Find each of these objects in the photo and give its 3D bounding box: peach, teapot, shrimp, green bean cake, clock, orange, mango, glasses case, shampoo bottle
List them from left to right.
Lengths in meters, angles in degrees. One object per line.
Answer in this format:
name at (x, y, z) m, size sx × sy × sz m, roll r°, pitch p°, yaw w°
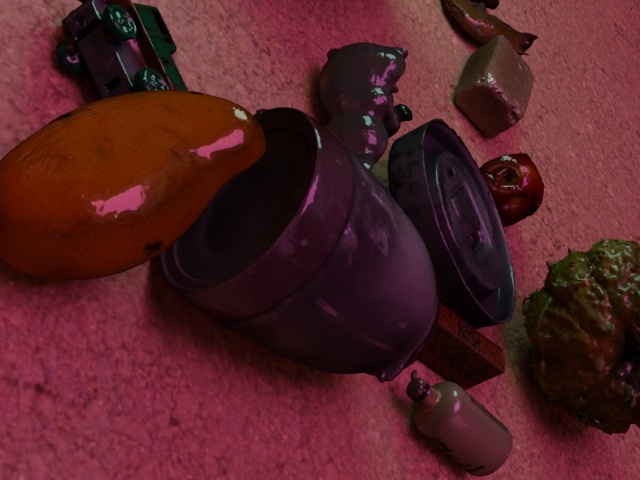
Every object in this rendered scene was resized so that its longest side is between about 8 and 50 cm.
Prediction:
mango at (-0.194, -0.059, 1.012) m, size 0.294 × 0.120 × 0.177 m, roll -28°, pitch 60°, yaw -36°
teapot at (0.008, 0.002, 1.171) m, size 0.312 × 0.233 × 0.315 m, roll 40°, pitch 39°, yaw -36°
glasses case at (0.150, 0.121, 1.371) m, size 0.218 × 0.075 × 0.049 m, roll 37°, pitch 40°, yaw -28°
shampoo bottle at (0.171, 0.231, 1.317) m, size 0.162 × 0.079 × 0.079 m, roll 42°, pitch 40°, yaw -23°
clock at (0.192, -0.020, 1.468) m, size 0.312 × 0.061 × 0.313 m, roll 45°, pitch 34°, yaw -42°
shrimp at (0.318, -0.433, 1.968) m, size 0.253 × 0.058 × 0.173 m, roll 7°, pitch 53°, yaw -45°
green bean cake at (0.311, -0.275, 1.820) m, size 0.109 × 0.085 × 0.179 m, roll 48°, pitch 37°, yaw -17°
peach at (0.304, -0.071, 1.670) m, size 0.093 × 0.127 × 0.172 m, roll 68°, pitch 11°, yaw 24°
orange at (0.454, 0.141, 1.517) m, size 0.223 × 0.300 × 0.301 m, roll -39°, pitch 119°, yaw -70°

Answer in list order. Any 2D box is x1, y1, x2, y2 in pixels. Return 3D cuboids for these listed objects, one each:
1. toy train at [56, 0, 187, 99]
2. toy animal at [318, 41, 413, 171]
toy train at (-0.209, -0.191, 1.154) m, size 0.228 × 0.091 × 0.136 m, roll 62°, pitch 26°, yaw 4°
toy animal at (0.049, -0.158, 1.428) m, size 0.125 × 0.127 × 0.251 m, roll 55°, pitch 41°, yaw -44°
